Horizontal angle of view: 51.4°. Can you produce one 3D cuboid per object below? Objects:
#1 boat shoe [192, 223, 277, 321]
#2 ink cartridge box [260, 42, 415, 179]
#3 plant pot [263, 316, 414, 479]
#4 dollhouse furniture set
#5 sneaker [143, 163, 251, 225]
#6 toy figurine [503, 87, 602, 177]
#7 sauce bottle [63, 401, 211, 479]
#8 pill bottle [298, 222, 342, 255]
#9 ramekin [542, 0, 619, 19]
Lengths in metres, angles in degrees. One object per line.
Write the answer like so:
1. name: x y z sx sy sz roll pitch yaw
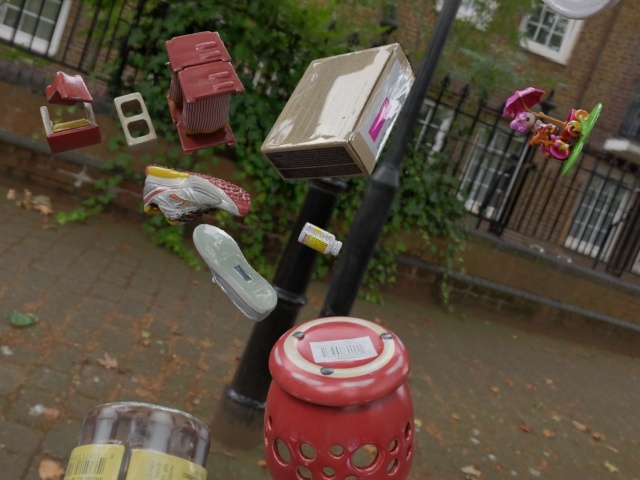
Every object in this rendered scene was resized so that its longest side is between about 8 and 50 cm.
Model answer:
1. boat shoe: -0.181 0.069 1.313 0.227 0.081 0.079 47 44 13
2. ink cartridge box: 0.032 -0.219 1.148 0.193 0.235 0.088 2 -36 38
3. plant pot: 0.023 0.198 0.820 0.191 0.174 0.191 0 22 0
4. dollhouse furniture set: -0.355 -0.259 1.314 0.373 0.152 0.201 -17 -19 -17
5. sneaker: -0.207 -0.064 1.106 0.225 0.093 0.088 13 0 36
6. toy figurine: 0.420 -0.218 1.259 0.159 0.173 0.130 28 -31 10
7. sauce bottle: -0.158 0.293 0.459 0.111 0.345 0.111 6 -31 4
8. pill bottle: 0.000 0.000 1.338 0.083 0.043 0.043 27 7 -5
9. ramekin: 0.380 -0.454 0.891 0.135 0.277 0.277 -22 16 -7
